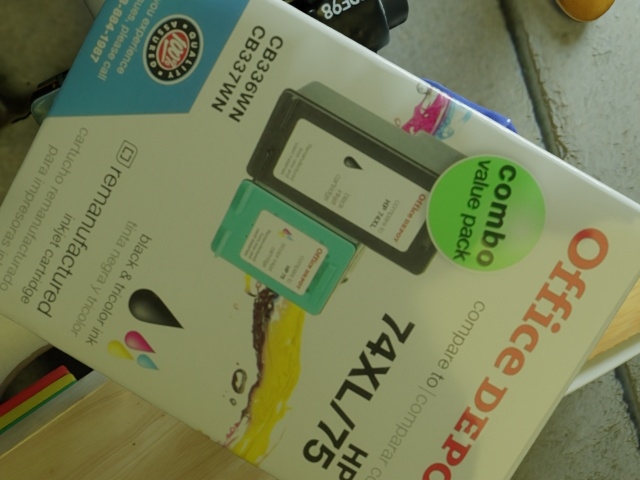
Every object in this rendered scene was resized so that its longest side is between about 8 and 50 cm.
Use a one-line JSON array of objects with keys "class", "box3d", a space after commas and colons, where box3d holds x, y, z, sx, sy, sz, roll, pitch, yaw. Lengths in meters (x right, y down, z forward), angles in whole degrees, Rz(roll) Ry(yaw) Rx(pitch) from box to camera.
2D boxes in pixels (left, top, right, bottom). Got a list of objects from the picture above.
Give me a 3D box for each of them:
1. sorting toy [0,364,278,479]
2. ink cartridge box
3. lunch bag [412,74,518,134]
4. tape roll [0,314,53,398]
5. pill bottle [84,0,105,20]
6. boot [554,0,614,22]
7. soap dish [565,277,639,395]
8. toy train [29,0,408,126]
[{"class": "sorting toy", "box3d": [-0.158, 0.197, 0.635, 0.257, 0.089, 0.255, -36, 127, -24]}, {"class": "ink cartridge box", "box3d": [0.000, 0.000, 0.406, 0.270, 0.197, 0.198, 30, 97, 2]}, {"class": "lunch bag", "box3d": [0.039, -0.036, 0.635, 0.221, 0.293, 0.138, -47, 120, 0]}, {"class": "tape roll", "box3d": [-0.222, 0.154, 0.700, 0.392, 0.072, 0.392, -13, 121, -23]}, {"class": "pill bottle", "box3d": [-0.178, -0.312, 0.516, 0.152, 0.152, 0.272, -28, 119, -10]}, {"class": "boot", "box3d": [0.300, -0.348, 0.669, 0.104, 0.211, 0.295, -25, 118, -11]}, {"class": "soap dish", "box3d": [0.291, 0.064, 0.831, 0.291, 0.229, 0.118, -24, 101, -12]}, {"class": "toy train", "box3d": [-0.091, -0.144, 0.597, 0.334, 0.190, 0.142, -32, 119, -9]}]
